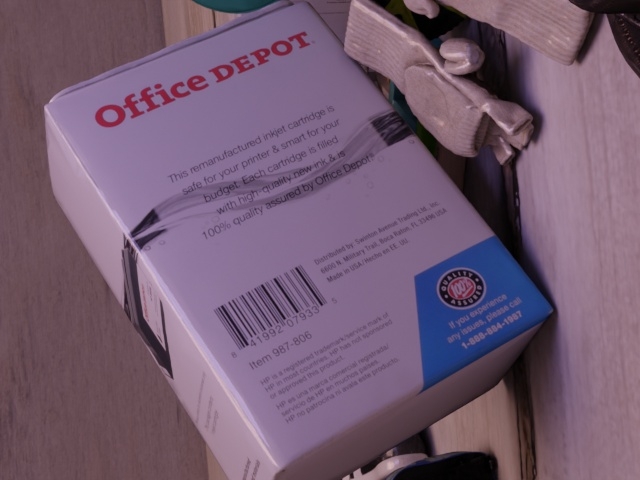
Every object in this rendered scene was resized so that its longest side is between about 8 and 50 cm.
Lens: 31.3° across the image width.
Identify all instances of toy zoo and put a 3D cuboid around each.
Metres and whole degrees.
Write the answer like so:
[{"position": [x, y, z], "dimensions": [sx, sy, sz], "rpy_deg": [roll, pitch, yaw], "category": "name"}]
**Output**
[{"position": [0.091, -0.143, 1.244], "dimensions": [0.293, 0.030, 0.192], "rpy_deg": [-120, 28, -58], "category": "toy zoo"}]

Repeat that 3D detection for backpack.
[{"position": [0.116, 0.269, 1.146], "dimensions": [0.084, 0.114, 0.105], "rpy_deg": [133, 129, -71], "category": "backpack"}]

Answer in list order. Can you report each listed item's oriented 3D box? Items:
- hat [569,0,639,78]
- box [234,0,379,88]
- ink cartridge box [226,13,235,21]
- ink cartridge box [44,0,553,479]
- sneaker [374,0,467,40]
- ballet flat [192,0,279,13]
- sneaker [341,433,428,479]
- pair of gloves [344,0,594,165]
[{"position": [0.187, -0.210, 0.595], "dimensions": [0.331, 0.134, 0.331], "rpy_deg": [174, 90, -70], "category": "hat"}, {"position": [-0.016, -0.209, 1.275], "dimensions": [0.038, 0.145, 0.186], "rpy_deg": [126, 136, -67], "category": "box"}, {"position": [-0.047, -0.375, 1.505], "dimensions": [0.207, 0.117, 0.283], "rpy_deg": [-112, 21, -47], "category": "ink cartridge box"}, {"position": [-0.034, 0.006, 1.044], "dimensions": [0.395, 0.286, 0.166], "rpy_deg": [55, 155, 21], "category": "ink cartridge box"}, {"position": [0.079, -0.354, 0.986], "dimensions": [0.384, 0.145, 0.147], "rpy_deg": [103, 155, -48], "category": "sneaker"}, {"position": [-0.034, -0.333, 0.934], "dimensions": [0.483, 0.164, 0.182], "rpy_deg": [154, 129, -79], "category": "ballet flat"}, {"position": [0.071, 0.240, 1.404], "dimensions": [0.217, 0.079, 0.121], "rpy_deg": [134, 132, -61], "category": "sneaker"}, {"position": [0.107, -0.170, 0.947], "dimensions": [0.204, 0.042, 0.240], "rpy_deg": [42, 152, 12], "category": "pair of gloves"}]
